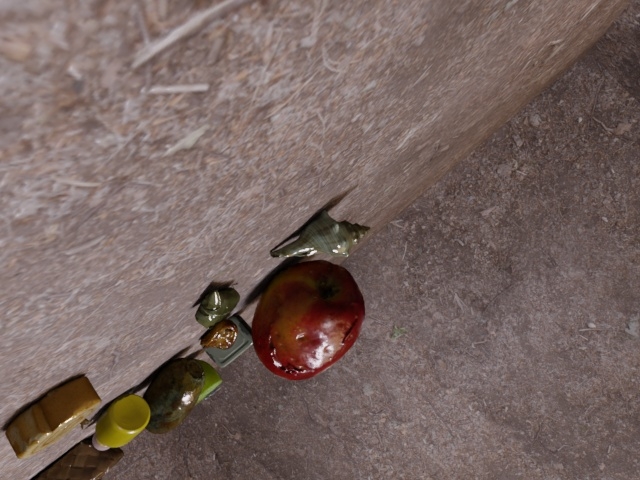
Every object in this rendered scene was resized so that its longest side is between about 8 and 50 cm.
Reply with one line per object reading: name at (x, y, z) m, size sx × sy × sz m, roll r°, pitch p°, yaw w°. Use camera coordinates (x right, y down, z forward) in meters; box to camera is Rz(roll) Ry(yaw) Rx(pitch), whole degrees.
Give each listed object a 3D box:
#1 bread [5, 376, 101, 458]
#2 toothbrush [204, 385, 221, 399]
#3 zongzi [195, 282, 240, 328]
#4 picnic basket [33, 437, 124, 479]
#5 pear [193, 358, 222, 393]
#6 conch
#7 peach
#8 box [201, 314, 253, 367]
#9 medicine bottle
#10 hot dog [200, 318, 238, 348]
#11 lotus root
bread at (-0.471, 0.318, 0.749) m, size 0.149 × 0.073 × 0.122 m, roll -41°, pitch 170°, yaw 11°
toothbrush at (-0.425, 0.603, 1.677) m, size 0.013 × 0.011 × 0.131 m, roll -23°, pitch 176°, yaw 10°
zongzi at (-0.204, 0.116, 0.951) m, size 0.154 × 0.062 × 0.130 m, roll -39°, pitch 163°, yaw -51°
picnic basket at (-0.843, 0.915, 1.515) m, size 0.337 × 0.337 × 0.293 m, roll -37°, pitch 172°, yaw -16°
pear at (-0.516, 0.549, 1.558) m, size 0.292 × 0.159 × 0.292 m, roll -42°, pitch 173°, yaw -7°
conch at (0.005, -0.010, 1.046) m, size 0.234 × 0.114 × 0.137 m, roll -5°, pitch 167°, yaw 13°
peach at (-0.061, 0.263, 1.378) m, size 0.353 × 0.339 × 0.416 m, roll -37°, pitch 166°, yaw -46°
box at (-0.317, 0.348, 1.498) m, size 0.172 × 0.124 × 0.093 m, roll -39°, pitch -178°, yaw 8°
medicine bottle at (-0.617, 0.563, 1.282) m, size 0.212 × 0.122 × 0.122 m, roll -43°, pitch 171°, yaw 29°
hot dog at (-0.335, 0.319, 1.393) m, size 0.099 × 0.065 × 0.147 m, roll 18°, pitch 128°, yaw -44°
lotus root at (-0.477, 0.496, 1.352) m, size 0.275 × 0.160 × 0.152 m, roll -53°, pitch 180°, yaw 14°
